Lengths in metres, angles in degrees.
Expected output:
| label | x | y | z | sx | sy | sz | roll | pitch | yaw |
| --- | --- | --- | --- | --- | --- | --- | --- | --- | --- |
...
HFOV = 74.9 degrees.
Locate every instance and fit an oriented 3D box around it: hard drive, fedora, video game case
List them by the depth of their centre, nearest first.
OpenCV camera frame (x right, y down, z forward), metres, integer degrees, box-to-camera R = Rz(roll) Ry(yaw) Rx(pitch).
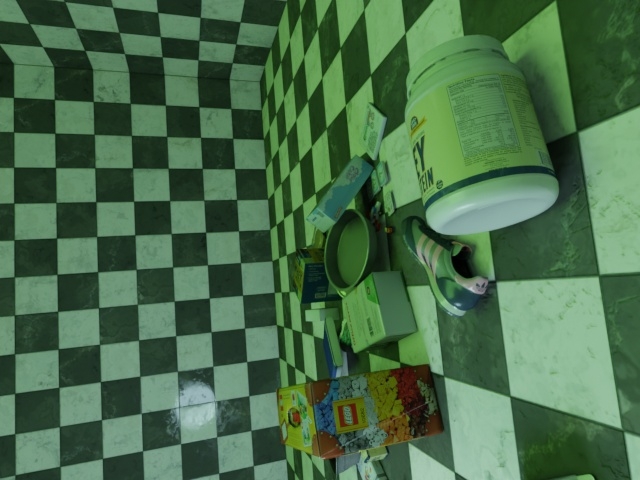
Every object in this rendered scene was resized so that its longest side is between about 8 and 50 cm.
| label | x | y | z | sx | sy | sz | roll | pitch | yaw |
| --- | --- | --- | --- | --- | --- | --- | --- | --- | --- |
| video game case | 0.183 | -0.388 | 1.481 | 0.143 | 0.019 | 0.157 | -115 | 29 | -49 |
| fedora | 0.099 | 0.868 | 1.754 | 0.275 | 0.124 | 0.244 | 150 | 118 | -79 |
| hard drive | 0.052 | 0.502 | 1.869 | 0.319 | 0.040 | 0.211 | 92 | 167 | -58 |

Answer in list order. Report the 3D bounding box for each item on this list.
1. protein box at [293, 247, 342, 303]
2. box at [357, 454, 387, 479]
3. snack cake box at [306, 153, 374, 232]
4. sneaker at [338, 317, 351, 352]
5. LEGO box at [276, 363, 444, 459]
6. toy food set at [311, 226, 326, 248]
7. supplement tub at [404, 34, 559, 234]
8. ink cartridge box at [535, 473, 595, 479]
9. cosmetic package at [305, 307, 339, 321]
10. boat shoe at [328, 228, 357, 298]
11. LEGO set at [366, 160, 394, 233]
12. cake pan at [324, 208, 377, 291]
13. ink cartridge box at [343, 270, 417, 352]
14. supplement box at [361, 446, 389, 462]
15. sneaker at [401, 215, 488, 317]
| label | x | y | z | sx | sy | sz | roll | pitch | yaw |
| --- | --- | --- | --- | --- | --- | --- | --- | --- | --- |
| protein box | -0.005 | 0.152 | 1.845 | 0.136 | 0.199 | 0.202 | -126 | 38 | -58 |
| box | 0.201 | 0.897 | 1.585 | 0.186 | 0.038 | 0.145 | -120 | 32 | -56 |
| snack cake box | 0.069 | -0.169 | 1.519 | 0.265 | 0.089 | 0.152 | -55 | 5 | -20 |
| sneaker | 0.117 | 0.404 | 1.737 | 0.076 | 0.064 | 0.167 | -135 | 43 | -57 |
| LEGO box | 0.089 | 0.538 | 1.342 | 0.500 | 0.371 | 0.193 | 128 | 136 | -63 |
| toy food set | 0.000 | 0.000 | 2.086 | 0.192 | 0.038 | 0.133 | -121 | 40 | -65 |
| supplement tub | 0.296 | -0.196 | 0.815 | 0.235 | 0.235 | 0.326 | 133 | 132 | -65 |
| ink cartridge box | 0.433 | 0.506 | 0.768 | 0.198 | 0.067 | 0.116 | 113 | 150 | -52 |
| cosmetic package | 0.005 | 0.357 | 2.011 | 0.239 | 0.098 | 0.061 | 150 | 115 | -69 |
| boat shoe | 0.106 | 0.071 | 1.653 | 0.113 | 0.127 | 0.341 | 36 | -143 | -61 |
| LEGO set | 0.190 | -0.125 | 1.443 | 0.182 | 0.060 | 0.245 | 125 | 138 | -68 |
| cake pan | 0.107 | 0.036 | 1.489 | 0.293 | 0.054 | 0.294 | -25 | 61 | 57 |
| ink cartridge box | 0.188 | 0.246 | 1.400 | 0.278 | 0.116 | 0.202 | 123 | 140 | -60 |
| supplement box | 0.191 | 0.750 | 1.520 | 0.056 | 0.083 | 0.083 | 105 | 155 | -43 |
| sneaker | 0.313 | 0.029 | 1.049 | 0.131 | 0.112 | 0.319 | -56 | 40 | 35 |
